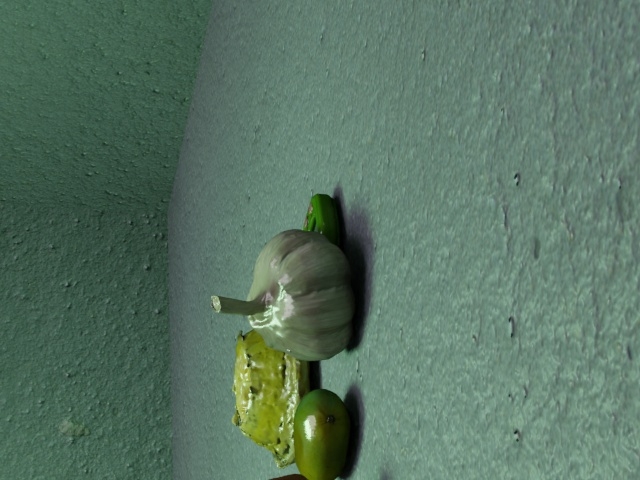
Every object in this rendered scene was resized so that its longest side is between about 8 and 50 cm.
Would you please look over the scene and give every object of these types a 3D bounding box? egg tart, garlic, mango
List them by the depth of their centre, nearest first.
[{"bbox_3d":[-0.064,0.097,1.671,0.218,0.212,0.218,36,132,54],"label":"garlic"},{"bbox_3d":[0.003,0.312,1.681,0.122,0.085,0.191,-117,21,-44],"label":"mango"},{"bbox_3d":[-0.095,0.264,1.988,0.315,0.120,0.315,-179,90,-75],"label":"egg tart"}]

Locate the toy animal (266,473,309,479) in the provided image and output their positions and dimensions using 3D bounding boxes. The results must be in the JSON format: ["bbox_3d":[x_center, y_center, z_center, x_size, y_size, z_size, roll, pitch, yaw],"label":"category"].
[{"bbox_3d":[0.009,0.450,1.386,0.338,0.191,0.216,-127,37,-75],"label":"toy animal"}]

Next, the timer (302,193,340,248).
[{"bbox_3d":[0.000,0.000,1.805,0.140,0.047,0.128,107,161,-45],"label":"timer"}]
